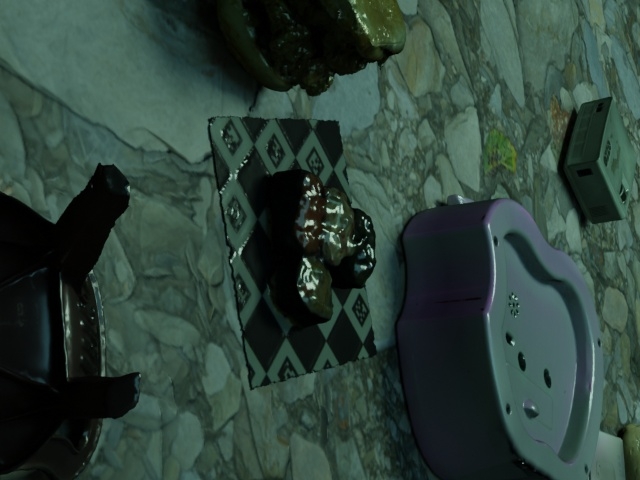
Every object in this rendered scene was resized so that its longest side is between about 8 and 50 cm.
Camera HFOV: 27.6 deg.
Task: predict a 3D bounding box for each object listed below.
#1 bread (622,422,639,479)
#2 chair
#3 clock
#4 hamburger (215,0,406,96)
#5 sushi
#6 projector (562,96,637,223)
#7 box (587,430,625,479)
[{"bbox_3d":[0.452,0.357,1.786,0.073,0.053,0.214,4,77,-62],"label":"bread"},{"bbox_3d":[-0.204,0.052,0.735,0.326,0.183,0.175,135,-48,-72],"label":"chair"},{"bbox_3d":[0.202,0.112,1.399,0.338,0.102,0.338,26,59,-54],"label":"clock"},{"bbox_3d":[-0.012,-0.207,1.125,0.185,0.131,0.159,-9,80,-66],"label":"hamburger"},{"bbox_3d":[0.000,0.000,1.149,0.220,0.047,0.231,-7,87,-59],"label":"sushi"},{"bbox_3d":[0.390,-0.111,1.814,0.115,0.061,0.147,58,37,-30],"label":"projector"},{"bbox_3d":[0.334,0.302,1.610,0.129,0.051,0.130,25,59,-53],"label":"box"}]
